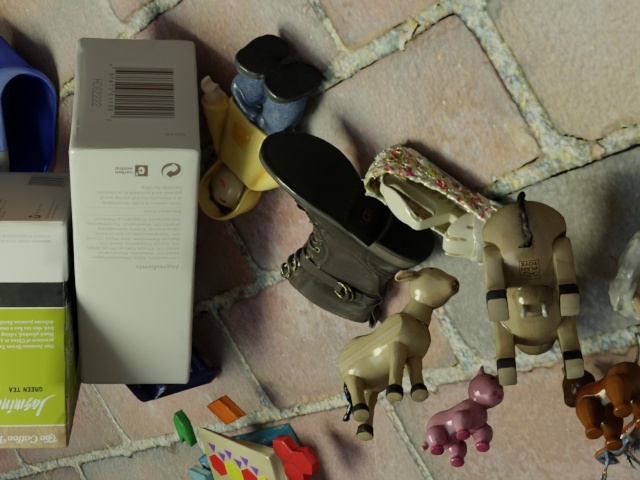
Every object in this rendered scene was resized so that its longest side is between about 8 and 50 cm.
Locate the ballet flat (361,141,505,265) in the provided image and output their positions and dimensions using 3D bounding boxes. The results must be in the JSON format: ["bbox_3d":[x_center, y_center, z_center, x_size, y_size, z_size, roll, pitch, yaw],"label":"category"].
[{"bbox_3d":[0.144,-0.024,1.438,0.241,0.077,0.091,34,140,29],"label":"ballet flat"}]

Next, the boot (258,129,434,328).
[{"bbox_3d":[0.000,0.000,1.590,0.263,0.091,0.229,38,146,-4],"label":"boot"}]

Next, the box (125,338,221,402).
[{"bbox_3d":[-0.253,0.177,1.969,0.136,0.225,0.036,47,108,13],"label":"box"}]

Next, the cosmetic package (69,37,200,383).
[{"bbox_3d":[-0.253,-0.029,1.747,0.230,0.162,0.453,-98,11,-45],"label":"cosmetic package"}]

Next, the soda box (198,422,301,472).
[{"bbox_3d":[-0.109,0.351,2.046,0.210,0.067,0.071,-24,98,55],"label":"soda box"}]

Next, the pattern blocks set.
[{"bbox_3d":[-0.107,0.362,1.968,0.325,0.026,0.285,21,132,39],"label":"pattern blocks set"}]

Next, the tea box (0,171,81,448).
[{"bbox_3d":[-0.457,0.090,1.825,0.329,0.220,0.323,-112,24,-74],"label":"tea box"}]

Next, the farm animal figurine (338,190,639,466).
[{"bbox_3d":[0.194,0.080,1.334,0.330,0.172,0.326,5,134,-4],"label":"farm animal figurine"}]

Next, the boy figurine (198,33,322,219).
[{"bbox_3d":[-0.094,-0.135,1.627,0.177,0.092,0.285,44,141,12],"label":"boy figurine"}]

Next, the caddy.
[{"bbox_3d":[-0.540,-0.162,2.011,0.179,0.241,0.341,48,145,25],"label":"caddy"}]

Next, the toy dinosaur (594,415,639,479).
[{"bbox_3d":[0.343,0.235,1.455,0.082,0.047,0.090,-9,77,62],"label":"toy dinosaur"}]
